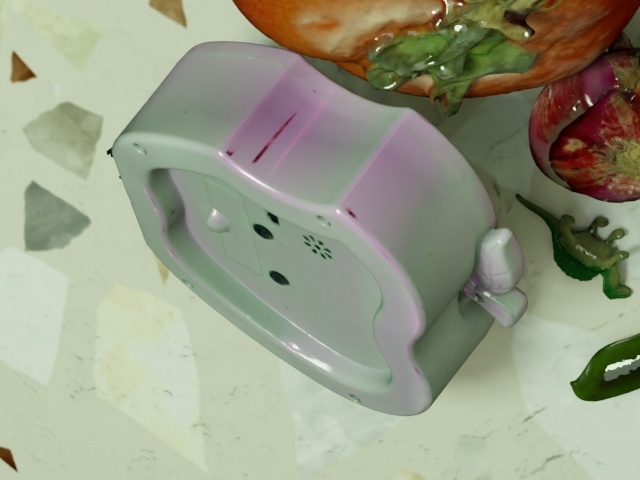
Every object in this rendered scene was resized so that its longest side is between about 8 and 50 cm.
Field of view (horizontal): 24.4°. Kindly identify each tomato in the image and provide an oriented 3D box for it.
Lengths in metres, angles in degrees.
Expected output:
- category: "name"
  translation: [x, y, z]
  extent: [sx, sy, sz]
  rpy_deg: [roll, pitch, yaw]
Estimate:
- category: "tomato"
  translation: [0.079, -0.252, 0.976]
  extent: [0.321, 0.321, 0.321]
  rpy_deg: [10, 117, 20]

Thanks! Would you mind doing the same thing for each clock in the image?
- category: "clock"
  translation: [0.000, 0.000, 1.139]
  extent: [0.338, 0.102, 0.338]
  rpy_deg: [31, 157, 15]

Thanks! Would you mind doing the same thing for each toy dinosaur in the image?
- category: "toy dinosaur"
  translation: [0.202, 0.004, 1.190]
  extent: [0.119, 0.029, 0.060]
  rpy_deg: [31, 134, 9]

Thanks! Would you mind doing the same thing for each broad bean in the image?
- category: "broad bean"
  translation: [0.302, 0.090, 1.175]
  extent: [0.226, 0.039, 0.069]
  rpy_deg: [-9, 115, 27]

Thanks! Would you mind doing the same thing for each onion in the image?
- category: "onion"
  translation: [0.221, -0.111, 1.091]
  extent: [0.150, 0.140, 0.150]
  rpy_deg: [-4, 150, -3]
